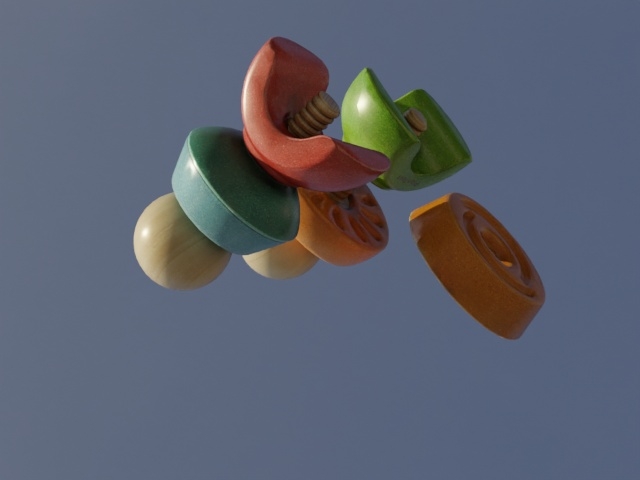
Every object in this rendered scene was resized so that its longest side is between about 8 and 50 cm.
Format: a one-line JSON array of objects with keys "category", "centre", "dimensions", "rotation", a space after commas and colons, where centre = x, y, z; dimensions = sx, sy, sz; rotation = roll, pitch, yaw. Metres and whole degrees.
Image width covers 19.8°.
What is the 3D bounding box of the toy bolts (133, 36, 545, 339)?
[{"category": "toy bolts", "centre": [0.000, 0.000, 1.131], "dimensions": [0.158, 0.218, 0.228], "rotation": [-41, -30, 20]}]
